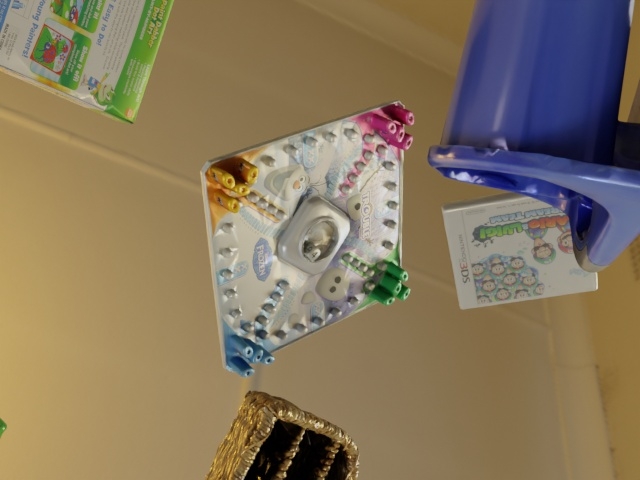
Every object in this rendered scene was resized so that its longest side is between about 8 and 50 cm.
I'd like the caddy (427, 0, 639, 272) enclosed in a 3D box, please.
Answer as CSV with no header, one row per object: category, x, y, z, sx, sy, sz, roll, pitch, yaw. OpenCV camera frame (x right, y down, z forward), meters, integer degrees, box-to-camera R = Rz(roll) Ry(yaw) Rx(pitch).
caddy,0.203,-0.066,0.571,0.241,0.179,0.341,13,-176,11

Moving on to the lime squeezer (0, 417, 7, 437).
lime squeezer,-0.315,0.279,0.614,0.310,0.059,0.110,-46,-73,-4

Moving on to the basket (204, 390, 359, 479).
basket,-0.061,0.390,1.187,0.213,0.223,0.299,28,-100,-9

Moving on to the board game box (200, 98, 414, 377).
board game box,0.000,0.000,1.385,0.390,0.390,0.050,-22,-144,-30

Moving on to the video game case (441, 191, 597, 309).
video game case,0.223,0.008,0.928,0.157,0.143,0.019,-10,-146,10

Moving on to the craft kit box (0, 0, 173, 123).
craft kit box,-0.312,-0.311,1.093,0.247,0.061,0.249,21,-95,-49
